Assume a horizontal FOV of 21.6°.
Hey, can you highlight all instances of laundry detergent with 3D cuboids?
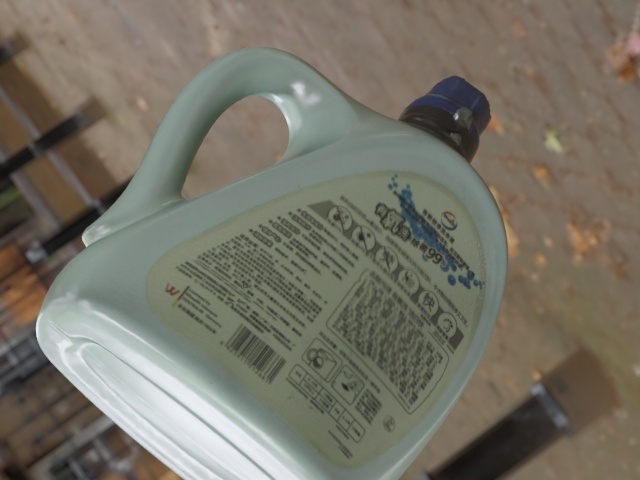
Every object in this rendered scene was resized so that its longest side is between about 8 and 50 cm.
[{"bbox_3d":[0.000,0.000,0.899,0.215,0.280,0.105,38,148,-6],"label":"laundry detergent"}]
